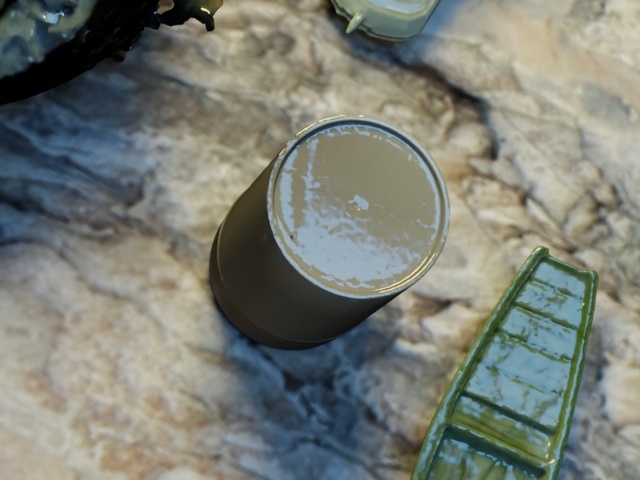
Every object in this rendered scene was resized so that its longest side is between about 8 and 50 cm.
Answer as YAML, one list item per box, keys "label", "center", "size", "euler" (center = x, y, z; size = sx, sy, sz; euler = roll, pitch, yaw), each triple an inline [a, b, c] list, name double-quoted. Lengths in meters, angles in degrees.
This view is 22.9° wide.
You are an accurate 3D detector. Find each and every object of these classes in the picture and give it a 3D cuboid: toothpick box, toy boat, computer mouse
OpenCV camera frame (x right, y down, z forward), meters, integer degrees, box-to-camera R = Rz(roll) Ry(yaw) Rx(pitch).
- label: "toothpick box"
  center: [0.000, 0.000, 0.947]
  size: [0.111, 0.180, 0.111]
  euler: [3, 77, -13]
- label: "toy boat"
  center: [0.106, 0.146, 1.007]
  size: [0.093, 0.055, 0.293]
  euler: [25, 72, -8]
- label: "computer mouse"
  center: [0.066, -0.208, 1.083]
  size: [0.089, 0.056, 0.182]
  euler: [35, 78, -3]

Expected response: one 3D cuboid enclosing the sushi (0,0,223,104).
- label: "sushi"
  center: [-0.180, -0.197, 0.950]
  size: [0.225, 0.219, 0.238]
  euler: [-29, 101, 20]
